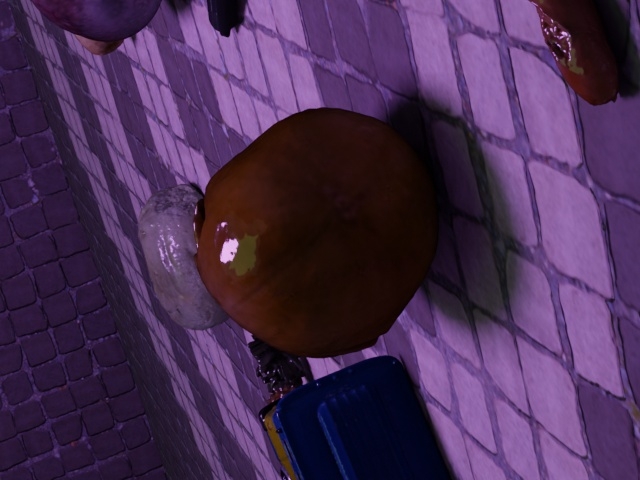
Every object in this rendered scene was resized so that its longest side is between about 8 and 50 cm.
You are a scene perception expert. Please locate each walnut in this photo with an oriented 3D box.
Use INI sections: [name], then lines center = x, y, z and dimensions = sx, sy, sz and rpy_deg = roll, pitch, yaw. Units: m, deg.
[walnut]
center = 0.000, 0.000, 1.173
dimensions = 0.298, 0.203, 0.203
rpy_deg = 72, 175, -82

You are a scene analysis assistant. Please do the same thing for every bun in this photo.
[bun]
center = -0.200, 0.032, 2.082
dimensions = 0.221, 0.108, 0.221
rpy_deg = 59, 162, 32

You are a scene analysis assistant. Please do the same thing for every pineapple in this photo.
[pineapple]
center = -0.046, 0.178, 1.815
dimensions = 0.074, 0.074, 0.159
rpy_deg = 139, 112, -75

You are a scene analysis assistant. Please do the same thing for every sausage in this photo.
[sausage]
center = 0.129, -0.147, 0.809
dimensions = 0.036, 0.042, 0.158
rpy_deg = -31, 81, 37

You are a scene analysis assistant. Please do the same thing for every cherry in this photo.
[cherry]
center = -0.271, -0.340, 1.690
dimensions = 0.266, 0.183, 0.213
rpy_deg = 64, -173, -62

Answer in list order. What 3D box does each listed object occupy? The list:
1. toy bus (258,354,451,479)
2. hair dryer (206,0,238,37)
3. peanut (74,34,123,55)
[toy bus]
center = 0.054, 0.274, 1.448
dimensions = 0.175, 0.138, 0.288
rpy_deg = 135, 113, -75
[hair dryer]
center = -0.109, -0.280, 1.437
dimensions = 0.255, 0.070, 0.128
rpy_deg = 100, 147, -71
[peanut]
center = -0.323, -0.366, 2.031
dimensions = 0.104, 0.085, 0.228
rpy_deg = 44, 152, 38
